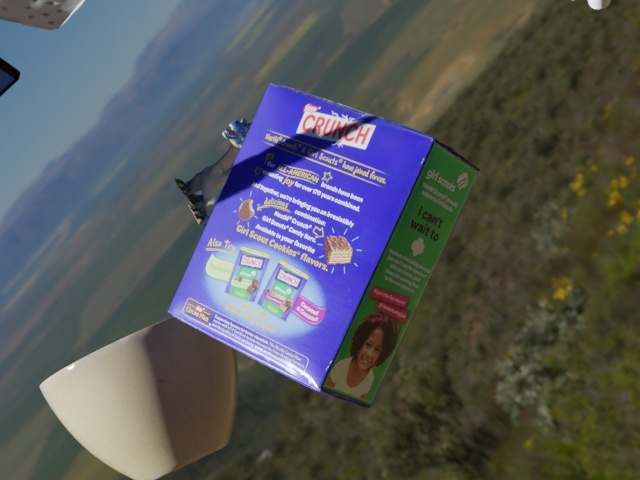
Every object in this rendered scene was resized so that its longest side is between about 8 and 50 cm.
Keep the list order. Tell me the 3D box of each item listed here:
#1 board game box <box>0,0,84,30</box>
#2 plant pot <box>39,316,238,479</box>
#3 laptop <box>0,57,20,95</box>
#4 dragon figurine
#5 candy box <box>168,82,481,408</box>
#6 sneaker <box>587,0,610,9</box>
[{"bbox_3d":[-0.525,-0.492,2.094,0.390,0.390,0.050,-33,58,47],"label":"board game box"},{"bbox_3d":[-0.229,0.233,1.843,0.284,0.191,0.284,-26,-6,-3],"label":"plant pot"},{"bbox_3d":[-0.537,-0.146,1.602,0.137,0.234,0.264,-5,61,40],"label":"laptop"},{"bbox_3d":[-0.111,-0.074,1.775,0.144,0.085,0.289,-29,-17,-2],"label":"dragon figurine"},{"bbox_3d":[0.000,0.000,1.552,0.268,0.122,0.317,24,90,38],"label":"candy box"},{"bbox_3d":[0.338,-0.395,1.523,0.130,0.236,0.323,-15,10,-5],"label":"sneaker"}]
